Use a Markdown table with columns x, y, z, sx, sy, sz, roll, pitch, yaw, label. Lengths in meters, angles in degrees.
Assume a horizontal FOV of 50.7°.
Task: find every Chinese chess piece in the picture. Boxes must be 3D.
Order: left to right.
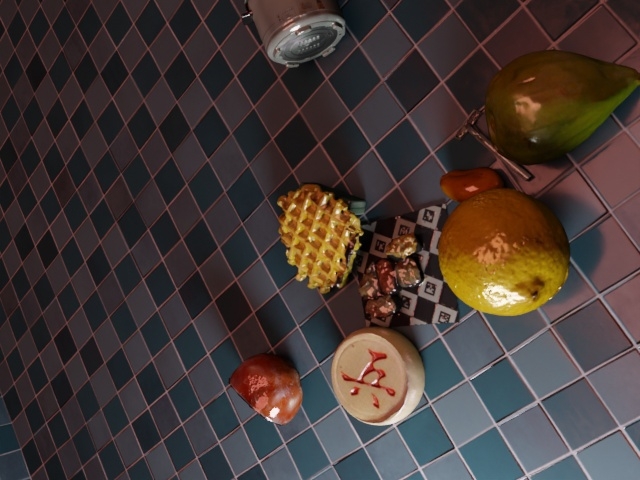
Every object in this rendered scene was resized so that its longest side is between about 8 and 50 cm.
| x | y | z | sx | sy | sz | roll | pitch | yaw | label |
| --- | --- | --- | --- | --- | --- | --- | --- | --- | --- |
| 0.146 | 0.344 | 1.729 | 0.250 | 0.103 | 0.249 | 1 | 91 | 35 | Chinese chess piece |

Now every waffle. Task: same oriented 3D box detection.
| x | y | z | sx | sy | sz | roll | pitch | yaw | label |
| --- | --- | --- | --- | --- | --- | --- | --- | --- | --- |
| -0.002 | 0.001 | 1.809 | 0.307 | 0.060 | 0.311 | 8 | 118 | 44 | waffle |

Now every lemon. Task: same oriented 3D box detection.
| x | y | z | sx | sy | sz | roll | pitch | yaw | label |
| --- | --- | --- | --- | --- | --- | --- | --- | --- | --- |
| 0.386 | 0.024 | 1.435 | 0.293 | 0.293 | 0.293 | 1 | 92 | 37 | lemon |

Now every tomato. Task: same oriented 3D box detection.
| x | y | z | sx | sy | sz | roll | pitch | yaw | label |
| --- | --- | --- | --- | --- | --- | --- | --- | --- | --- |
| -0.139 | 0.405 | 1.924 | 0.214 | 0.181 | 0.155 | 37 | 95 | 22 | tomato |

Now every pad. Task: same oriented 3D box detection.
| x | y | z | sx | sy | sz | roll | pitch | yaw | label |
| --- | --- | --- | --- | --- | --- | --- | --- | --- | --- |
| 0.181 | 0.082 | 1.757 | 0.157 | 0.003 | 0.112 | 30 | 109 | 33 | pad |

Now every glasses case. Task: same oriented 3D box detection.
| x | y | z | sx | sy | sz | roll | pitch | yaw | label |
| --- | --- | --- | --- | --- | --- | --- | --- | --- | --- |
| 0.030 | -0.114 | 1.820 | 0.184 | 0.078 | 0.039 | 23 | 108 | 35 | glasses case |

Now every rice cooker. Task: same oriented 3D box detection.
| x | y | z | sx | sy | sz | roll | pitch | yaw | label |
| --- | --- | --- | --- | --- | --- | --- | --- | --- | --- |
| -0.067 | -0.607 | 1.786 | 0.281 | 0.241 | 0.227 | -22 | 81 | 2 | rice cooker |

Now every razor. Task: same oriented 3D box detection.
| x | y | z | sx | sy | sz | roll | pitch | yaw | label |
| --- | --- | --- | --- | --- | --- | --- | --- | --- | --- |
| 0.404 | -0.210 | 1.561 | 0.211 | 0.036 | 0.084 | 49 | 120 | 26 | razor |

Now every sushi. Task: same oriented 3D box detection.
| x | y | z | sx | sy | sz | roll | pitch | yaw | label |
| --- | --- | --- | --- | --- | --- | --- | --- | --- | --- |
| 0.198 | 0.077 | 1.706 | 0.292 | 0.059 | 0.293 | -12 | 83 | 36 | sushi |

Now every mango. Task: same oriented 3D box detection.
| x | y | z | sx | sy | sz | roll | pitch | yaw | label |
| --- | --- | --- | --- | --- | --- | --- | --- | --- | --- |
| 0.346 | -0.121 | 1.571 | 0.159 | 0.105 | 0.084 | 1 | 118 | 49 | mango |

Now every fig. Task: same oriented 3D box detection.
| x | y | z | sx | sy | sz | roll | pitch | yaw | label |
| --- | --- | --- | --- | --- | --- | --- | --- | --- | --- |
| 0.489 | -0.305 | 1.414 | 0.314 | 0.233 | 0.233 | -40 | 65 | 0 | fig |
